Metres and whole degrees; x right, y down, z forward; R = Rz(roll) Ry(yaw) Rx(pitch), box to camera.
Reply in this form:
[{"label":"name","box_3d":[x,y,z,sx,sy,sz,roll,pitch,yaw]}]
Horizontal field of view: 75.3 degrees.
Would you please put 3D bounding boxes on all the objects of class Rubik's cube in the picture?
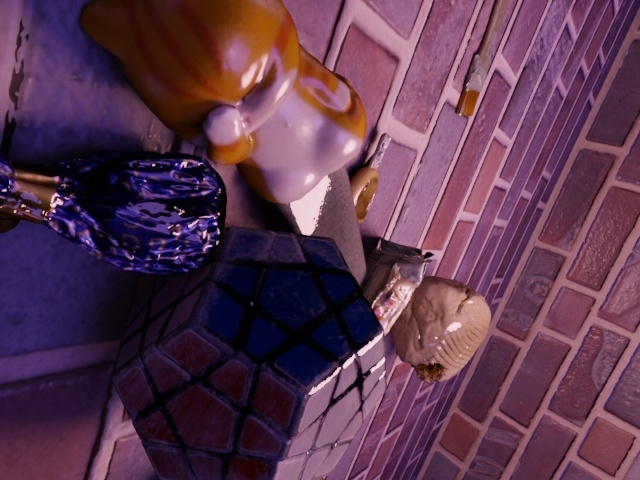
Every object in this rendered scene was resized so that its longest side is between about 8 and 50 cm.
[{"label":"Rubik's cube","box_3d":[-0.074,0.130,0.497,0.319,0.319,0.264,-28,159,-39]}]

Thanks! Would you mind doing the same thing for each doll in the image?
[{"label":"doll","box_3d":[-0.064,-0.147,0.417,0.166,0.162,0.269,-38,154,13]}]

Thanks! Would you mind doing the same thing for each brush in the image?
[{"label":"brush","box_3d":[0.363,-0.435,0.881,0.085,0.020,0.337,-11,122,-48]}]

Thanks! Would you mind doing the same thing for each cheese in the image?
[{"label":"cheese","box_3d":[0.082,-0.111,0.732,0.086,0.036,0.163,15,101,-56]}]

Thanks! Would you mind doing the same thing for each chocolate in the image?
[{"label":"chocolate","box_3d":[-0.237,-0.047,0.308,0.148,0.126,0.343,-30,153,29]}]

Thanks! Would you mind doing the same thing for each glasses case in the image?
[{"label":"glasses case","box_3d":[0.000,0.000,0.669,0.131,0.074,0.323,-43,141,-23]}]

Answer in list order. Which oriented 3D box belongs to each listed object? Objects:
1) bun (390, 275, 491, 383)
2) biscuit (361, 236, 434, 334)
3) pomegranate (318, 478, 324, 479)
[{"label":"bun","box_3d":[0.294,0.210,1.082,0.281,0.205,0.282,-22,134,-24]},{"label":"biscuit","box_3d":[0.087,0.138,0.800,0.079,0.186,0.309,36,85,-18]},{"label":"pomegranate","box_3d":[-0.094,0.501,0.668,0.332,0.332,0.333,-31,135,-37]}]
